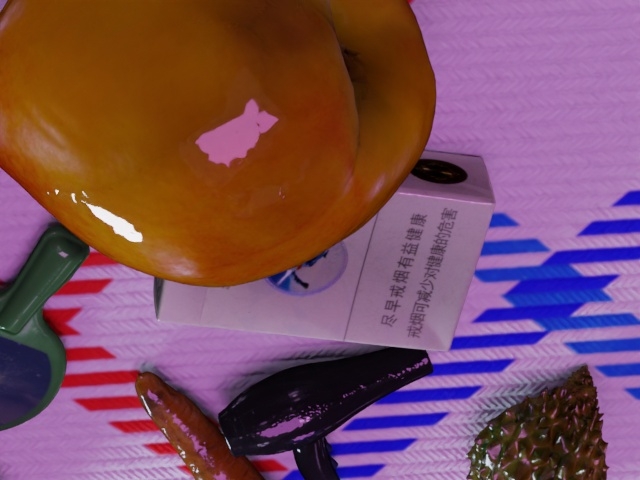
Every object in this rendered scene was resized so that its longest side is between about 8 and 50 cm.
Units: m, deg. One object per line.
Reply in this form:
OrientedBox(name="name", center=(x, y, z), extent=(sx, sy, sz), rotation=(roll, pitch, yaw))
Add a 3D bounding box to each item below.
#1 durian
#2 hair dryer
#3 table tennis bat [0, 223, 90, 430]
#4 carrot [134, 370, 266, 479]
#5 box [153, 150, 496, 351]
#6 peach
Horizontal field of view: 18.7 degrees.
OrientedBox(name="durian", center=(0.188, 0.216, 1.757), extent=(0.108, 0.119, 0.186), rotation=(5, 127, -14))
OrientedBox(name="hair dryer", center=(0.022, 0.187, 1.769), extent=(0.195, 0.075, 0.219), rotation=(-21, 136, -2))
OrientedBox(name="table tennis bat", center=(-0.278, 0.080, 1.667), extent=(0.160, 0.039, 0.257), rotation=(26, 122, -25))
OrientedBox(name="carrot", center=(-0.106, 0.191, 1.755), extent=(0.061, 0.061, 0.209), rotation=(-27, 120, 14))
OrientedBox(name="box", center=(0.000, 0.000, 1.613), extent=(0.256, 0.069, 0.164), rotation=(7, 125, -11))
OrientedBox(name="peach", center=(-0.087, -0.112, 1.405), extent=(0.308, 0.289, 0.289), rotation=(-11, 130, 34))
